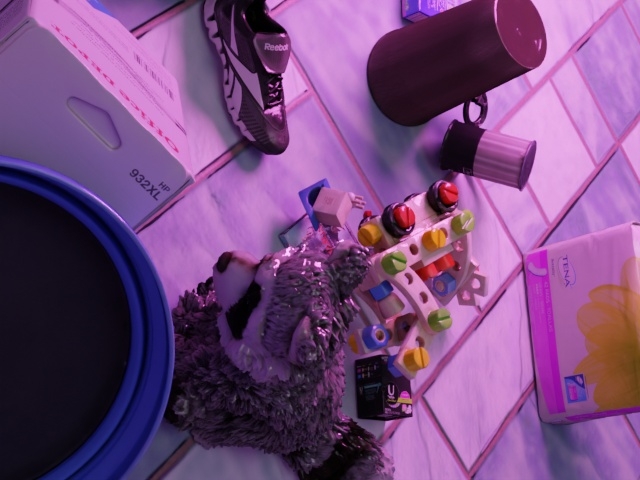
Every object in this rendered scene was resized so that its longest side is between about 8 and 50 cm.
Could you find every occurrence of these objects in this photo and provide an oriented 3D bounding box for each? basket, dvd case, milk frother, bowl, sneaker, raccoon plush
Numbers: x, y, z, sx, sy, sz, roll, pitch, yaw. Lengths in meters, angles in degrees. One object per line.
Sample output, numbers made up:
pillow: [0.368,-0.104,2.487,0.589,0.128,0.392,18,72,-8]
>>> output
basket: [0.215,-0.284,1.781,0.204,0.227,0.154,-39,105,-43]
dvd case: [0.000,0.000,1.630,0.119,0.013,0.087,-41,106,-45]
milk frother: [0.276,-0.163,1.846,0.129,0.134,0.143,-6,112,-71]
bowl: [-0.332,0.107,1.082,0.391,0.077,0.391,-6,107,-19]
sneaker: [-0.080,-0.231,1.558,0.078,0.106,0.234,-17,89,-45]
raccoon plush: [0.022,0.148,1.397,0.446,0.299,0.216,28,58,-36]

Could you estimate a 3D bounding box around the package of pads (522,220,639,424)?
package of pads: [0.451,0.133,1.877,0.101,0.229,0.297,10,70,-43]

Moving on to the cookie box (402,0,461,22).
cookie box: [0.182,-0.392,1.917,0.107,0.040,0.092,17,66,-41]

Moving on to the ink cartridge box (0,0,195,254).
ink cartridge box: [-0.259,-0.155,1.228,0.223,0.129,0.307,46,10,-25]

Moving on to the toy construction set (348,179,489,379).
toy construction set: [0.146,0.045,1.632,0.327,0.151,0.215,-26,90,-57]

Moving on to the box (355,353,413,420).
box: [0.088,0.204,1.621,0.062,0.052,0.083,14,67,-43]

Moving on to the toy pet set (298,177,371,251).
toy pet set: [0.009,-0.021,1.609,0.122,0.065,0.114,-66,154,-24]
